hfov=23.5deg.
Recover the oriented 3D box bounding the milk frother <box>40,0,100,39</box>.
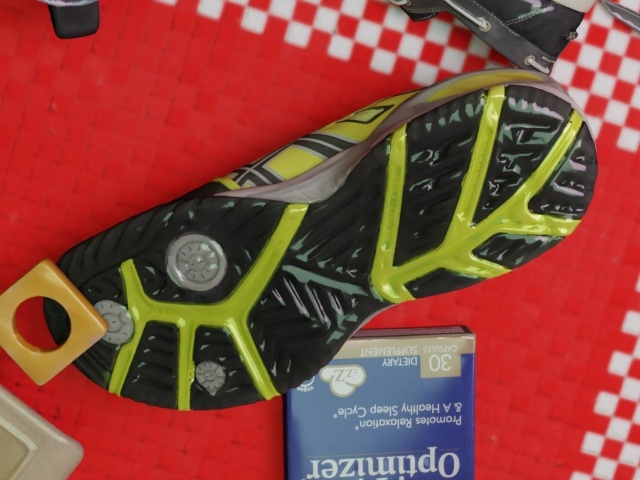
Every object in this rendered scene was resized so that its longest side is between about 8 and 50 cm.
[{"bbox_3d":[-0.130,-0.209,0.958,0.143,0.135,0.129,-24,132,-1],"label":"milk frother"}]

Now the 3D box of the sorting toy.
[{"bbox_3d":[-0.281,0.148,1.001,0.196,0.047,0.348,37,104,-7],"label":"sorting toy"}]

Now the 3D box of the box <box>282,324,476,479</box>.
[{"bbox_3d":[0.042,0.175,1.093,0.136,0.036,0.225,-2,100,-8],"label":"box"}]

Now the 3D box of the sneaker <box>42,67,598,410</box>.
[{"bbox_3d":[0.000,0.000,1.016,0.384,0.147,0.145,-19,104,14],"label":"sneaker"}]

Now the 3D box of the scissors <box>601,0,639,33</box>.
[{"bbox_3d":[0.334,-0.106,1.100,0.297,0.021,0.109,42,94,-11],"label":"scissors"}]

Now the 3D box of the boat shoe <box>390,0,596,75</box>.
[{"bbox_3d":[0.065,-0.183,1.020,0.233,0.084,0.079,26,120,-5],"label":"boat shoe"}]
